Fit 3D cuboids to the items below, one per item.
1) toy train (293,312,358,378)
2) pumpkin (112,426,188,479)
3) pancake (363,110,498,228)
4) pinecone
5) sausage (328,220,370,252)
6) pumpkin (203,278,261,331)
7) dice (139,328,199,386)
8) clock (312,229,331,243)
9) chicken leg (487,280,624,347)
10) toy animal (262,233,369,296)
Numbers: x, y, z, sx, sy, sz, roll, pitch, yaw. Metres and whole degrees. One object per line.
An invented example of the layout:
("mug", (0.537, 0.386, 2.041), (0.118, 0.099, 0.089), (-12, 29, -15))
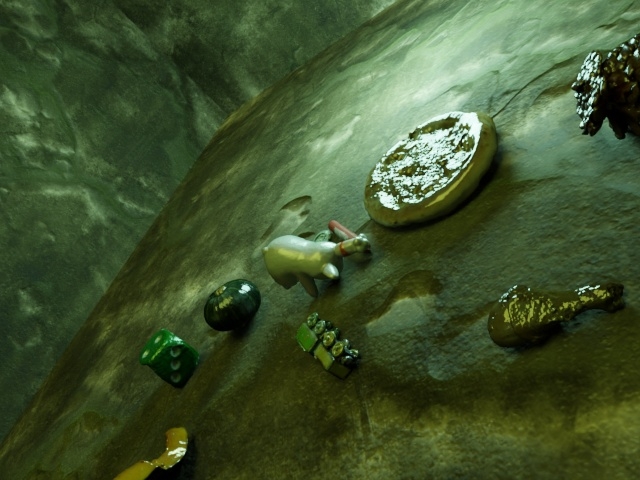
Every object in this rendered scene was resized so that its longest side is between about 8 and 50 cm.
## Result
("toy train", (0.010, 0.221, 1.114), (0.081, 0.060, 0.202), (-55, 27, 1))
("pumpkin", (-0.406, 0.545, 1.134), (0.290, 0.095, 0.258), (-54, -15, -11))
("pancake", (0.253, -0.180, 1.288), (0.382, 0.071, 0.382), (-35, 30, 23))
("pinecone", (0.527, -0.262, 0.906), (0.195, 0.150, 0.179), (-28, 32, 33))
("sausage", (0.070, -0.013, 1.371), (0.034, 0.034, 0.253), (-48, 27, -1))
("pumpkin", (-0.242, 0.179, 1.462), (0.167, 0.125, 0.167), (-33, 30, 22))
("dice", (-0.436, 0.337, 1.530), (0.120, 0.128, 0.131), (-54, 26, -17))
("clock", (0.000, 0.000, 1.480), (0.074, 0.010, 0.083), (-44, 26, 8))
("chicken leg", (0.342, 0.099, 0.784), (0.198, 0.069, 0.085), (-23, 36, 28))
("toy animal", (-0.005, 0.056, 1.299), (0.282, 0.138, 0.140), (4, 62, 31))
